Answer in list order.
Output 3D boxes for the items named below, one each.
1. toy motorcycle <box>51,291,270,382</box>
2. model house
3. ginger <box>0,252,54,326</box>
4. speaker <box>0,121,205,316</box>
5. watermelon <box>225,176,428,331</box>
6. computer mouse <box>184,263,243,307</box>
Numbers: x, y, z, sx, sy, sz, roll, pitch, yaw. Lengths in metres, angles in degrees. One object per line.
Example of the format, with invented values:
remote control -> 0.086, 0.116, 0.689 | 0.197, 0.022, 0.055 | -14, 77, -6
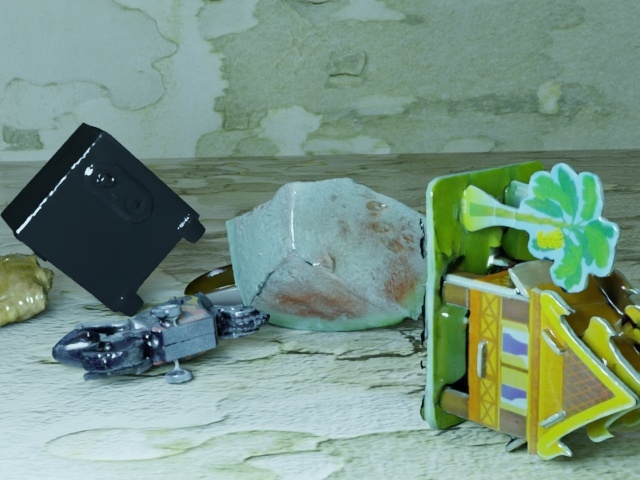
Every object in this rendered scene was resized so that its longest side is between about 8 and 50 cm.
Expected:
toy motorcycle -> -0.231, 0.141, 1.650 | 0.307, 0.108, 0.173 | -12, 9, -36
model house -> 0.310, 0.077, 1.345 | 0.242, 0.358, 0.312 | -11, 15, -42
ginger -> -0.530, 0.083, 1.884 | 0.157, 0.102, 0.216 | -33, 29, -14
speaker -> -0.375, -0.032, 1.919 | 0.232, 0.254, 0.184 | -50, 27, -7
watermelon -> 0.000, 0.000, 1.779 | 0.387, 0.258, 0.228 | 7, 57, 19
computer mouse -> -0.087, 0.075, 1.976 | 0.310, 0.072, 0.158 | -2, 12, -2
